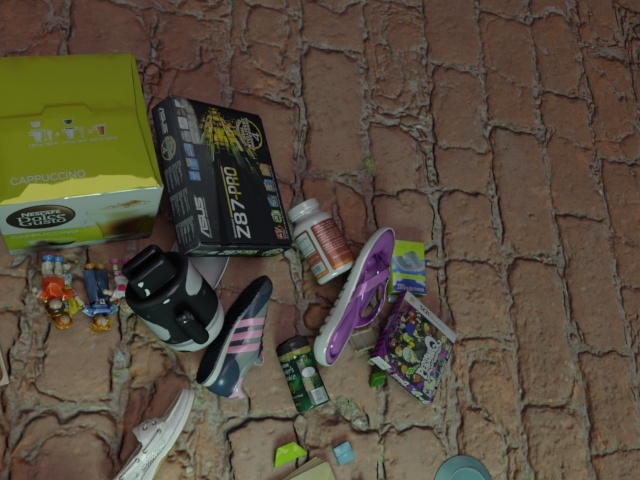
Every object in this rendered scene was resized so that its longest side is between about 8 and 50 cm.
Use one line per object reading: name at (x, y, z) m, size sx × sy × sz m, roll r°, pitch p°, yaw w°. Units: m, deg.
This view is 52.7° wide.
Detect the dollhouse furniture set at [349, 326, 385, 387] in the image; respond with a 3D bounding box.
dollhouse furniture set at (0.130, 0.313, 1.741) m, size 0.076 × 0.059 × 0.152 m, roll -15°, pitch 59°, yaw -17°

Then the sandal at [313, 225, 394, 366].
sandal at (0.121, 0.157, 1.710) m, size 0.102 × 0.169 × 0.416 m, roll 21°, pitch 71°, yaw 26°

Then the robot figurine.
robot figurine at (-0.341, 0.140, 1.500) m, size 0.209 × 0.173 × 0.278 m, roll -84°, pitch 154°, yaw -44°

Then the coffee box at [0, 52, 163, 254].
coffee box at (-0.573, -0.191, 1.480) m, size 0.337 × 0.334 × 0.338 m, roll -9°, pitch 75°, yaw -23°

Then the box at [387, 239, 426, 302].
box at (0.244, 0.090, 1.849) m, size 0.109 × 0.042 × 0.178 m, roll 6°, pitch 69°, yaw -18°

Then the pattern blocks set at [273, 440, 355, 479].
pattern blocks set at (-0.038, 0.633, 1.566) m, size 0.324 × 0.026 × 0.286 m, roll -10°, pitch 76°, yaw -23°

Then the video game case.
video game case at (0.257, 0.286, 1.748) m, size 0.210 × 0.042 × 0.232 m, roll 42°, pitch 53°, yaw -15°

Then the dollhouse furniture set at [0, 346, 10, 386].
dollhouse furniture set at (-0.754, 0.282, 1.369) m, size 0.151 × 0.123 × 0.144 m, roll -16°, pitch 78°, yaw -24°

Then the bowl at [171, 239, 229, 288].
bowl at (-0.314, 0.052, 1.650) m, size 0.142 × 0.053 × 0.142 m, roll 25°, pitch 66°, yaw -11°

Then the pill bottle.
pill bottle at (0.000, 0.000, 1.745) m, size 0.121 × 0.121 × 0.216 m, roll -25°, pitch 82°, yaw -26°

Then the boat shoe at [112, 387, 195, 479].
boat shoe at (-0.381, 0.448, 1.464) m, size 0.096 × 0.098 × 0.277 m, roll 32°, pitch 65°, yaw -8°

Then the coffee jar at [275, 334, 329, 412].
coffee jar at (-0.048, 0.334, 1.628) m, size 0.079 × 0.096 × 0.184 m, roll -15°, pitch 77°, yaw -27°

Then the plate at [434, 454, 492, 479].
plate at (0.387, 0.668, 1.713) m, size 0.188 × 0.024 × 0.188 m, roll 7°, pitch 71°, yaw -19°

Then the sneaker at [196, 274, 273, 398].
sneaker at (-0.184, 0.243, 1.618) m, size 0.131 × 0.112 × 0.319 m, roll 39°, pitch 65°, yaw -23°

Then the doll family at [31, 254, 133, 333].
doll family at (-0.550, 0.135, 1.518) m, size 0.262 × 0.118 × 0.163 m, roll 3°, pitch 64°, yaw -38°

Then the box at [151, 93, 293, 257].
box at (-0.248, -0.154, 1.654) m, size 0.318 × 0.097 × 0.395 m, roll 2°, pitch 69°, yaw -48°
